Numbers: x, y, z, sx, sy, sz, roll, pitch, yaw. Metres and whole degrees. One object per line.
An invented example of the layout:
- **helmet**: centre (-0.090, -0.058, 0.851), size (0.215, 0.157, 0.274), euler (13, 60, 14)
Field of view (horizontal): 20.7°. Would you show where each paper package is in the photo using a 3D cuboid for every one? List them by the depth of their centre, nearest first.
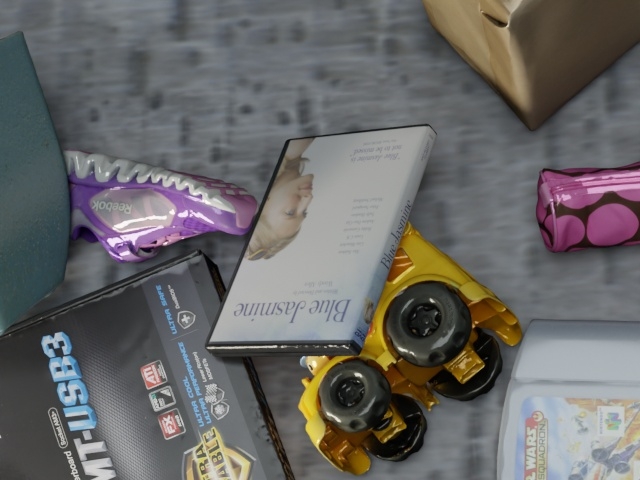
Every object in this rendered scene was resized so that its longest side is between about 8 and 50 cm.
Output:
- **paper package**: centre (0.256, -0.301, 1.639), size (0.325, 0.309, 0.168), euler (-41, 70, -1)

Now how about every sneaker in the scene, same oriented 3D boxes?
- **sneaker**: centre (-0.167, -0.023, 1.750), size (0.236, 0.095, 0.104), euler (12, 89, 33)

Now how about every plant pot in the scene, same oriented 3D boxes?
- **plant pot**: centre (-0.385, -0.023, 1.702), size (0.248, 0.247, 0.252), euler (-19, 102, 24)

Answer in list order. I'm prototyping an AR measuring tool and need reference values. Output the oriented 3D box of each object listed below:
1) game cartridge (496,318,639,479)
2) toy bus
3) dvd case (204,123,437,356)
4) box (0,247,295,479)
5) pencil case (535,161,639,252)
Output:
- **game cartridge**: centre (0.266, 0.222, 1.658), size (0.198, 0.062, 0.297), euler (1, 78, 5)
- **toy bus**: centre (0.047, 0.084, 1.686), size (0.220, 0.149, 0.211), euler (-42, 62, 1)
- **dvd case**: centre (0.000, 0.000, 1.684), size (0.180, 0.022, 0.253), euler (-3, 55, 38)
- **box**: centre (-0.196, 0.198, 1.730), size (0.293, 0.073, 0.295), euler (-22, 75, 3)
- **pencil case**: centre (0.311, -0.042, 1.684), size (0.209, 0.098, 0.095), euler (-9, 77, 8)
